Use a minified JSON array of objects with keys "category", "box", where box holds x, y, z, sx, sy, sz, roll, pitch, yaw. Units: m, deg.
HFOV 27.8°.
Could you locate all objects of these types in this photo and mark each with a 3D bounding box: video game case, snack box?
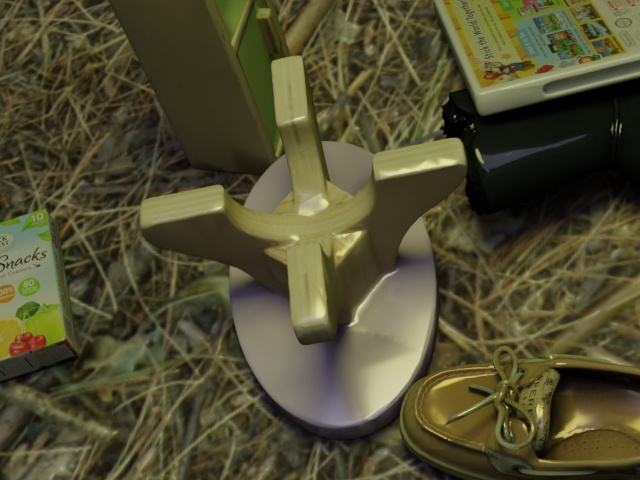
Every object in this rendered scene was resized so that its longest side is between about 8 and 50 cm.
[{"category":"video game case","box":[0.215,-0.188,1.115,0.206,0.026,0.227,-13,32,3]},{"category":"snack box","box":[-0.274,0.050,1.137,0.100,0.037,0.141,-17,57,2]}]

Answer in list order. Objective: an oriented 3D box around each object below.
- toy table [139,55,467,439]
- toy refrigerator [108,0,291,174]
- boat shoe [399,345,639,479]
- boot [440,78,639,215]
[{"category":"toy table","box":[0.000,0.000,1.031,0.252,0.161,0.274,-20,56,0]},{"category":"toy refrigerator","box":[-0.089,-0.171,1.089,0.094,0.269,0.102,6,61,17]},{"category":"boat shoe","box":[0.196,0.127,0.948,0.285,0.089,0.104,1,60,14]},{"category":"boot","box":[0.223,-0.056,1.047,0.207,0.094,0.246,-19,50,-3]}]
